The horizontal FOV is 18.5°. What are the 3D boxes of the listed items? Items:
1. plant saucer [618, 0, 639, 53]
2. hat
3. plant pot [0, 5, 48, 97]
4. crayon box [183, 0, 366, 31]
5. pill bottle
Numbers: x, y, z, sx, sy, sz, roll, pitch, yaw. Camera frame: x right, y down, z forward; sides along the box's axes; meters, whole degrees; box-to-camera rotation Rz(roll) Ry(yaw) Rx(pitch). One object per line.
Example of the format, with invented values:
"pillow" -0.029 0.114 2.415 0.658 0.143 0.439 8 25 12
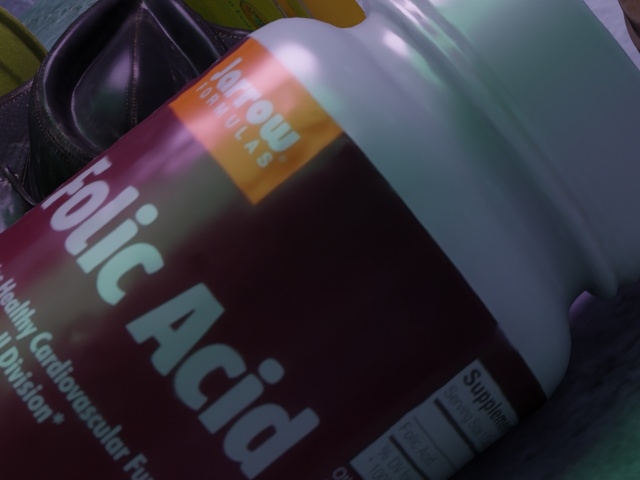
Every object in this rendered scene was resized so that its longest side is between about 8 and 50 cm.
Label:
"plant saucer" 0.255 -0.226 1.150 0.278 0.041 0.278 -53 23 33
"hat" -0.120 -0.082 1.304 0.331 0.134 0.331 -4 44 4
"plant pot" -0.353 0.028 1.459 0.366 0.366 0.353 -34 29 12
"crayon box" -0.084 -0.232 1.758 0.081 0.202 0.318 -45 20 -21
"pill bottle" -0.026 0.039 0.923 0.392 0.224 0.224 -39 18 -2
